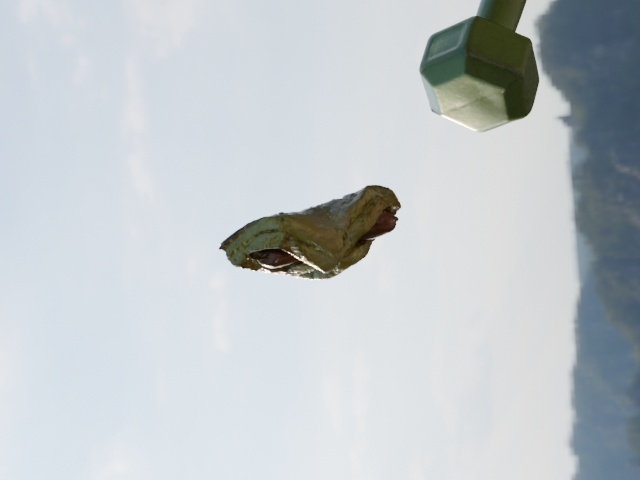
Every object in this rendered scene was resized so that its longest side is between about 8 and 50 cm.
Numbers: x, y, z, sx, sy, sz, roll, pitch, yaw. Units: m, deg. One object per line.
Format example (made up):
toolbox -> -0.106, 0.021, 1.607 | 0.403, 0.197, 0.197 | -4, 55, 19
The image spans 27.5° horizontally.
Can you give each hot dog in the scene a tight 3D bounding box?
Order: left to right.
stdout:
hot dog -> 0.000, 0.001, 1.118 | 0.078, 0.169, 0.061 | 107, 142, -64

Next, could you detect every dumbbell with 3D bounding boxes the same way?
dumbbell -> 0.190, -0.252, 1.339 | 0.108, 0.121, 0.302 | 41, -125, -29
